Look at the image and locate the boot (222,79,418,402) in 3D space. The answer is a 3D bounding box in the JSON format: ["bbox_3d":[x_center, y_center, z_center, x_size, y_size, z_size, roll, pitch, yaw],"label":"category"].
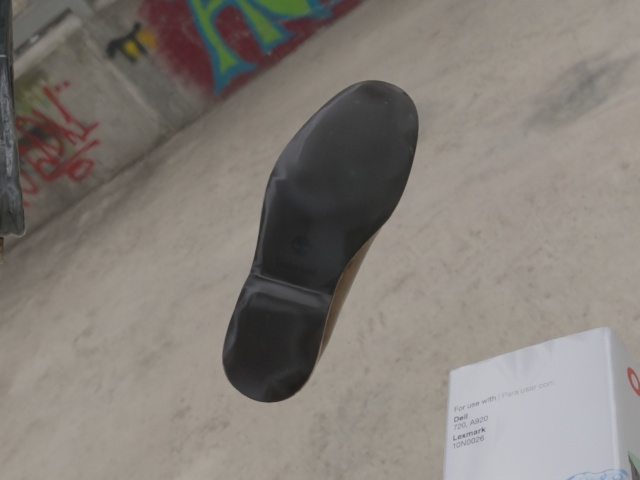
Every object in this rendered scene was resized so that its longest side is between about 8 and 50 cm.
[{"bbox_3d":[0.000,0.000,0.830,0.115,0.112,0.305,65,-132,-77],"label":"boot"}]

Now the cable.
[{"bbox_3d":[-0.246,-0.102,0.633,0.139,0.072,0.287,-8,83,60],"label":"cable"}]

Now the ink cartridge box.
[{"bbox_3d":[0.164,0.220,0.522,0.117,0.201,0.278,-23,35,31],"label":"ink cartridge box"}]
